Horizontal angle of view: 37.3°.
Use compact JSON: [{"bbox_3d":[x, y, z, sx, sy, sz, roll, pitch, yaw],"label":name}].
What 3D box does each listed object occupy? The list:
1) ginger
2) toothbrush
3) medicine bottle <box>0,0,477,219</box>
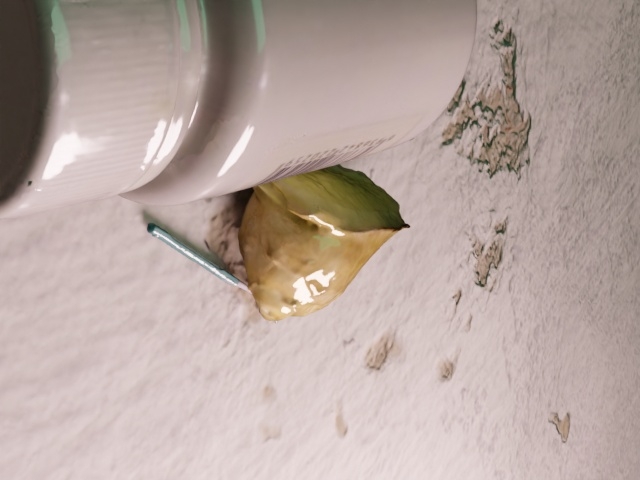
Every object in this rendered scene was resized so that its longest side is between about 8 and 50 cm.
[{"bbox_3d":[0.003,-0.002,0.789,0.193,0.115,0.122,-7,121,-58],"label":"ginger"},{"bbox_3d":[-0.079,0.028,0.744,0.167,0.011,0.014,39,70,-46],"label":"toothbrush"},{"bbox_3d":[-0.075,-0.131,0.577,0.340,0.208,0.208,-19,109,-48],"label":"medicine bottle"}]
